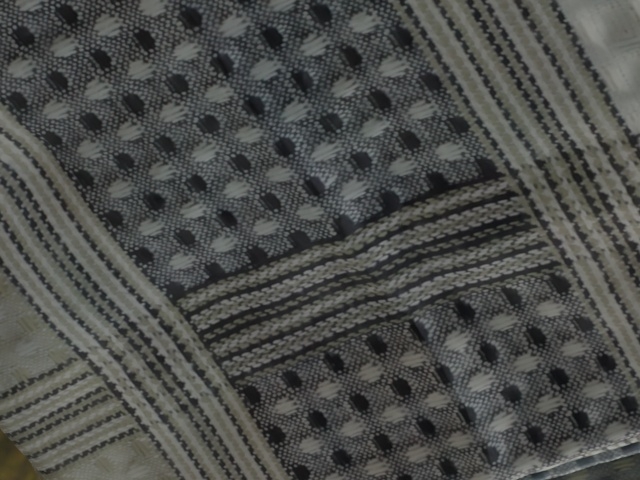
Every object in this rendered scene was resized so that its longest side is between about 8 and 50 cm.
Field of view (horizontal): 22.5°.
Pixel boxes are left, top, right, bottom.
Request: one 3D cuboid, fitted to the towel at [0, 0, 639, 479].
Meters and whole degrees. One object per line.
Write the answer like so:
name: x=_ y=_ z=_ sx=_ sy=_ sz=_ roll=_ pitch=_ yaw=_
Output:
towel: x=0.000 y=0.000 z=0.515 sx=0.312 sy=0.324 sz=0.056 roll=-21 pitch=-149 yaw=20
